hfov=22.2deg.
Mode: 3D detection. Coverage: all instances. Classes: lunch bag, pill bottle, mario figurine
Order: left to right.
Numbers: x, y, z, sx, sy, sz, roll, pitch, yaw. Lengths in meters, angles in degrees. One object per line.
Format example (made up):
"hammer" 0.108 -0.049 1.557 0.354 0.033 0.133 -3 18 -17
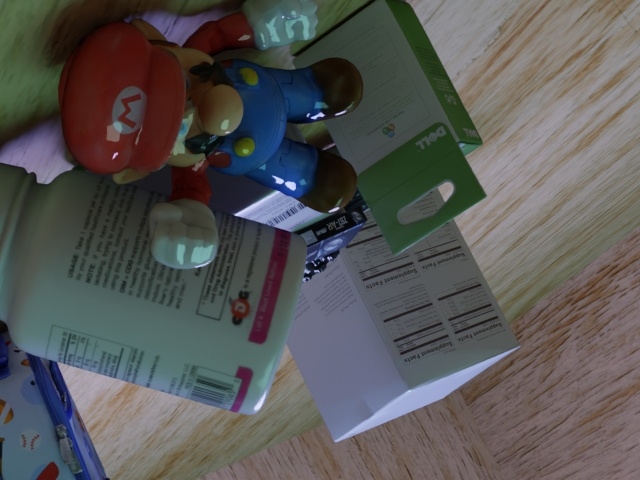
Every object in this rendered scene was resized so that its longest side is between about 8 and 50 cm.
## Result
"lunch bag" -0.310 0.217 1.793 0.115 0.243 0.303 -21 -165 -11
"pill bottle" -0.166 0.034 1.368 0.283 0.160 0.160 17 158 -6
"mario figurine" -0.062 -0.092 1.277 0.170 0.198 0.321 -38 158 28

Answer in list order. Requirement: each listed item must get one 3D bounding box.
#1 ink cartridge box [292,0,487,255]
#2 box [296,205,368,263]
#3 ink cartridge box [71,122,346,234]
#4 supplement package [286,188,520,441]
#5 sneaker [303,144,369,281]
"ink cartridge box" 0.072 -0.103 1.477 0.109 0.209 0.062 -33 166 24
"box" 0.000 0.000 1.644 0.083 0.018 0.067 -24 166 -28
"ink cartridge box" -0.097 -0.040 1.592 0.201 0.117 0.278 -29 167 2
"supplement package" 0.080 0.085 2.122 0.198 0.262 0.199 -18 165 -36
"sneaker" 0.026 -0.075 1.795 0.271 0.108 0.100 -39 138 -12
